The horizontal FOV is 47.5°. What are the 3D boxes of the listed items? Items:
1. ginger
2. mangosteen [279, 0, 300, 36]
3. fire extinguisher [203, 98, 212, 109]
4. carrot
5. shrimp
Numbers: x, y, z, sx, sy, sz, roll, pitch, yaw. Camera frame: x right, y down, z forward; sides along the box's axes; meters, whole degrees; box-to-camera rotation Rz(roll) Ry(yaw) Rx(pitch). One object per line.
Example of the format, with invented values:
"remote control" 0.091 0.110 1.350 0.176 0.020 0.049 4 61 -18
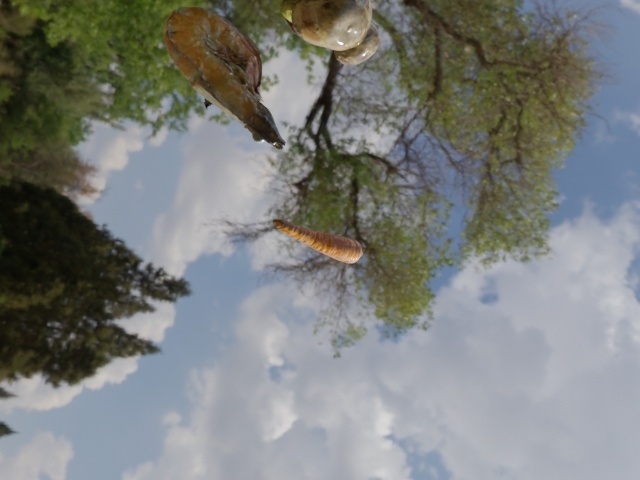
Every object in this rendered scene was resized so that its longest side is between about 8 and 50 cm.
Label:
"ginger" 0.039 -0.500 1.472 0.155 0.245 0.304 41 -45 43
"mangosteen" -0.012 -0.562 1.751 0.166 0.166 0.180 -58 180 26
"fire extinguisher" -0.172 -0.292 1.357 0.132 0.039 0.056 -42 -144 -11
"carrot" 0.000 0.000 1.713 0.061 0.257 0.061 -35 -135 44
"shrimp" -0.151 -0.294 1.297 0.164 0.317 0.062 -38 177 -32
